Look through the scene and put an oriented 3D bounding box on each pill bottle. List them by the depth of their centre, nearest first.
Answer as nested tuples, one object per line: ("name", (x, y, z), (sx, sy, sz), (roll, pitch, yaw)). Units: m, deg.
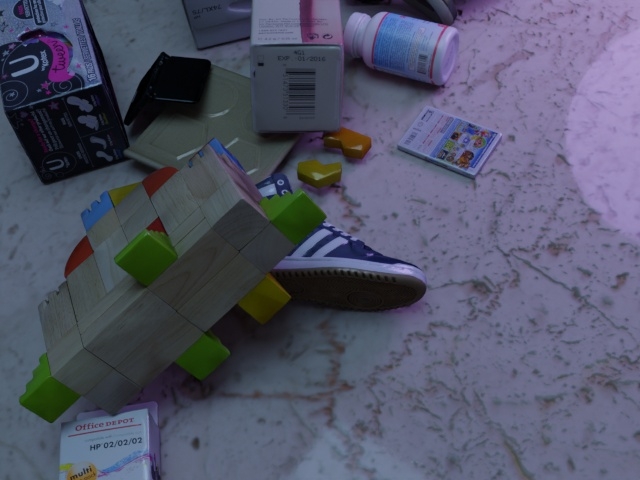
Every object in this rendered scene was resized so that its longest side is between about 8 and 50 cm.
("pill bottle", (0.118, -0.290, 1.417), (0.160, 0.087, 0.087), (18, 59, 18))

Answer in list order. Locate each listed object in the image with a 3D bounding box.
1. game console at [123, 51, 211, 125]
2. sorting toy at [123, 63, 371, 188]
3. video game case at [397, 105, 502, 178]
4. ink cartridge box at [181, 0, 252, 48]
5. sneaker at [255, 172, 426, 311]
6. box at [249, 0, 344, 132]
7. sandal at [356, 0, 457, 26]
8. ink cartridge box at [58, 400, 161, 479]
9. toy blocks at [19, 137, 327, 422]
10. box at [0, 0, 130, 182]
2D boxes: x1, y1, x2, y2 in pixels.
("game console", (-0.228, -0.221, 1.421), (0.071, 0.107, 0.122), (32, 36, -20))
("sorting toy", (-0.097, -0.137, 1.368), (0.307, 0.041, 0.229), (24, 56, 22))
("video game case", (0.183, -0.140, 1.348), (0.122, 0.011, 0.087), (25, 60, 23))
("ink cartridge box", (-0.143, -0.482, 1.519), (0.198, 0.197, 0.270), (-14, 54, -3))
("sneaker", (0.000, 0.000, 1.216), (0.282, 0.099, 0.153), (3, 57, 13))
("box", (-0.035, -0.279, 1.363), (0.127, 0.148, 0.232), (-1, 44, -1))
("sandal", (0.079, -0.413, 1.500), (0.303, 0.120, 0.086), (40, 95, 25))
("ink cartridge box", (-0.238, 0.258, 1.082), (0.104, 0.061, 0.181), (-10, 53, 0))
("toy blocks", (-0.203, 0.016, 1.148), (0.381, 0.191, 0.261), (-43, 36, 5))
("box", (-0.386, -0.236, 1.393), (0.142, 0.163, 0.247), (-19, 55, -6))
